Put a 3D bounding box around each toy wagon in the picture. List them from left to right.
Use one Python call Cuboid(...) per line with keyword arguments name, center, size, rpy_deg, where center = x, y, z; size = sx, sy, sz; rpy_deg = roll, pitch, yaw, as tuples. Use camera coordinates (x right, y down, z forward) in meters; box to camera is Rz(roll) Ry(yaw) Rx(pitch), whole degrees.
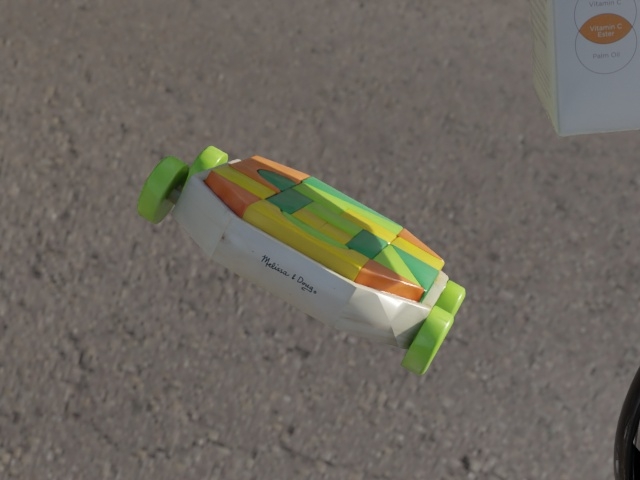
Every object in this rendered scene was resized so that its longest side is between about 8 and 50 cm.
Cuboid(name="toy wagon", center=(0.000, 0.000, 1.174), size=(0.267, 0.068, 0.344), rpy_deg=(30, 13, 6))

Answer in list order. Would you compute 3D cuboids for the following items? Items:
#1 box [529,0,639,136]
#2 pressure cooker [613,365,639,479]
Cuboid(name="box", center=(0.280, -0.278, 1.098), size=(0.215, 0.345, 0.168), rpy_deg=(-4, 20, 3))
Cuboid(name="pressure cooker", center=(0.582, 0.234, 1.672), size=(0.420, 0.375, 0.370), rpy_deg=(17, 65, -8))
